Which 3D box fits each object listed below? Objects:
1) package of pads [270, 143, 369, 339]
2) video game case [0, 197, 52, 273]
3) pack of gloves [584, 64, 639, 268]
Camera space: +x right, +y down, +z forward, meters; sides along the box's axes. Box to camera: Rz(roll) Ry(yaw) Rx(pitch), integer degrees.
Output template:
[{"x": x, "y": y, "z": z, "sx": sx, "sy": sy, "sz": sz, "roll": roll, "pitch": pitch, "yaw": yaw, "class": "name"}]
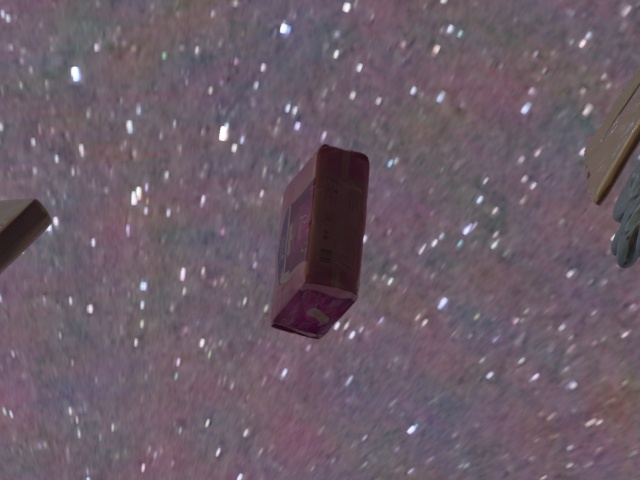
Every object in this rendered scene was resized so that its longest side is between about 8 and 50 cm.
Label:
[{"x": 0.000, "y": 0.000, "z": 0.729, "sx": 0.032, "sy": 0.050, "sz": 0.083, "roll": 16, "pitch": -125, "yaw": -16, "class": "package of pads"}, {"x": -0.279, "y": 0.044, "z": 0.897, "sx": 0.201, "sy": 0.183, "sz": 0.023, "roll": -50, "pitch": -57, "yaw": -36, "class": "video game case"}, {"x": 0.222, "y": -0.096, "z": 0.816, "sx": 0.046, "sy": 0.195, "sz": 0.232, "roll": 26, "pitch": -65, "yaw": -5, "class": "pack of gloves"}]
